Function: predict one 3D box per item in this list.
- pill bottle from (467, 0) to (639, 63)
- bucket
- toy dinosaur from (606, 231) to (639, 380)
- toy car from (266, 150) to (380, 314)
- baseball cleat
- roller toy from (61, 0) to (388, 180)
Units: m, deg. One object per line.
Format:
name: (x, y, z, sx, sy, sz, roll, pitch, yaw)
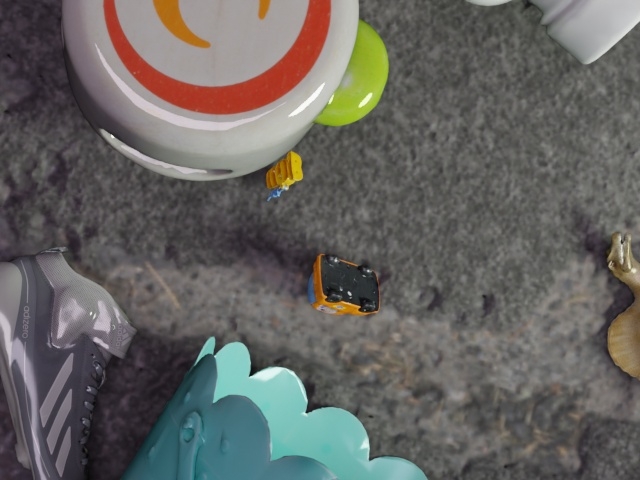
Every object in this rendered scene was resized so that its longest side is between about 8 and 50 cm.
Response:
pill bottle: (0.099, -0.278, 1.049, 0.334, 0.188, 0.188, 42, 89, -3)
bucket: (-0.018, 0.215, 1.025, 0.281, 0.281, 0.183, 37, 93, -3)
toy dinosaur: (0.253, 0.079, 1.143, 0.093, 0.053, 0.183, -12, 85, 13)
toy car: (0.000, 0.000, 1.137, 0.040, 0.060, 0.122, -30, 72, 41)
baseball cleat: (-0.170, 0.107, 1.106, 0.109, 0.072, 0.205, -17, 96, -9)
roller toy: (-0.078, -0.142, 1.066, 0.191, 0.146, 0.209, -27, 87, -11)
